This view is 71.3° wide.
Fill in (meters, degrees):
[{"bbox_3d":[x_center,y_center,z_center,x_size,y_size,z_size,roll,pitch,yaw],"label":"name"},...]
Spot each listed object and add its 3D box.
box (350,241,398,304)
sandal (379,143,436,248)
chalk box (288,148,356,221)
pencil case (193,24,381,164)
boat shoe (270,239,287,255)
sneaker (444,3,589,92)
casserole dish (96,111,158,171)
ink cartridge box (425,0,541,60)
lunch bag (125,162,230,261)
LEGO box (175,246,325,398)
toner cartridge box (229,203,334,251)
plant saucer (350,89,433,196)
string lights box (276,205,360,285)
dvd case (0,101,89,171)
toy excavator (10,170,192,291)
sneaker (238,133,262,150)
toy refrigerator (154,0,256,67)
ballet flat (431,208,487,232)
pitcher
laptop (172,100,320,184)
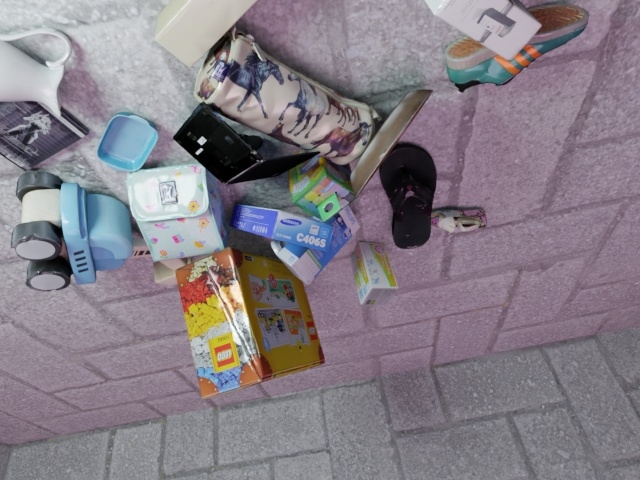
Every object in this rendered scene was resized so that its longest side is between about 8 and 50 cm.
[{"bbox_3d":[0.188,0.116,1.595,0.103,0.203,0.114,3,139,-18],"label":"box"},{"bbox_3d":[0.291,-0.110,1.392,0.167,0.107,0.446,-14,137,6],"label":"sandal"},{"bbox_3d":[0.005,-0.150,1.198,0.132,0.213,0.132,-37,134,29],"label":"chalk box"},{"bbox_3d":[-0.064,-0.313,1.015,0.410,0.160,0.183,17,141,-31],"label":"pencil case"},{"bbox_3d":[-0.110,0.014,1.446,0.063,0.066,0.184,-32,178,9],"label":"boat shoe"},{"bbox_3d":[0.445,-0.436,1.027,0.302,0.108,0.121,-13,144,17],"label":"sneaker"},{"bbox_3d":[-0.479,-0.247,1.107,0.114,0.037,0.188,20,134,-34],"label":"casserole dish"},{"bbox_3d":[0.311,-0.475,0.892,0.218,0.158,0.092,15,136,-30],"label":"ink cartridge box"},{"bbox_3d":[-0.390,-0.087,1.240,0.223,0.160,0.262,-7,125,2],"label":"lunch bag"},{"bbox_3d":[-0.196,0.257,1.421,0.193,0.372,0.500,-21,164,15],"label":"LEGO box"},{"bbox_3d":[-0.122,-0.041,1.251,0.165,0.075,0.348,13,180,-30],"label":"toner cartridge box"},{"bbox_3d":[0.162,-0.245,1.096,0.050,0.310,0.310,37,133,2],"label":"plant saucer"},{"bbox_3d":[0.000,0.000,1.394,0.260,0.077,0.133,-48,141,-11],"label":"string lights box"},{"bbox_3d":[-0.693,-0.263,1.052,0.221,0.018,0.164,-22,140,17],"label":"dvd case"},{"bbox_3d":[-0.595,0.014,1.303,0.445,0.222,0.433,-4,145,-22],"label":"toy excavator"},{"bbox_3d":[-0.240,-0.258,1.136,0.170,0.051,0.089,-11,148,6],"label":"sneaker"},{"bbox_3d":[-0.189,-0.462,0.842,0.269,0.102,0.094,-33,137,26],"label":"toy refrigerator"},{"bbox_3d":[0.470,-0.065,1.527,0.221,0.079,0.077,-2,145,-9],"label":"ballet flat"},{"bbox_3d":[-0.617,-0.356,0.882,0.207,0.125,0.178,10,114,-35],"label":"pitcher"},{"bbox_3d":[-0.179,-0.227,1.060,0.264,0.136,0.234,43,153,-20],"label":"laptop"}]
